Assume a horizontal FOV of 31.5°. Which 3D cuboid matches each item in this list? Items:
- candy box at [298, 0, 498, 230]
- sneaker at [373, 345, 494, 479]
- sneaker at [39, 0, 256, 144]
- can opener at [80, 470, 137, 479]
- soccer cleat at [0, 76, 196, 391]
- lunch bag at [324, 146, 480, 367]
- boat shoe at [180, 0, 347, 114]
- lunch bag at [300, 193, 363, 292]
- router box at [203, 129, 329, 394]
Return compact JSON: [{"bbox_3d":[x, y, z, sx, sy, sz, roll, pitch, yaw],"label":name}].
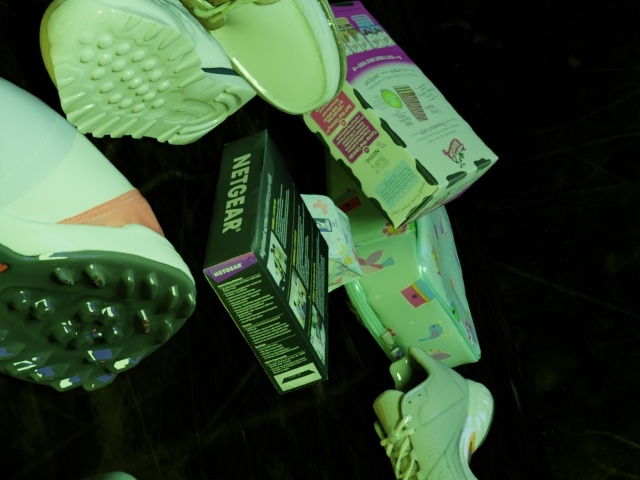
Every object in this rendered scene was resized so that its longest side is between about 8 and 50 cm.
[{"bbox_3d":[0.057,-0.134,1.162,0.233,0.071,0.159,50,32,10],"label":"candy box"},{"bbox_3d":[0.094,0.213,1.112,0.121,0.099,0.262,39,32,-18],"label":"sneaker"},{"bbox_3d":[-0.122,-0.125,0.724,0.095,0.090,0.235,60,8,10],"label":"sneaker"},{"bbox_3d":[-0.087,0.189,0.414,0.280,0.093,0.074,-89,155,-66],"label":"can opener"},{"bbox_3d":[-0.159,-0.031,0.426,0.116,0.108,0.318,55,7,27],"label":"soccer cleat"},{"bbox_3d":[0.091,0.013,1.283,0.224,0.107,0.279,59,19,-46],"label":"lunch bag"},{"bbox_3d":[-0.082,-0.224,0.943,0.302,0.113,0.103,54,20,-20],"label":"boat shoe"},{"bbox_3d":[0.000,0.000,1.064,0.083,0.053,0.071,36,35,-52],"label":"lunch bag"},{"bbox_3d":[-0.038,0.013,0.908,0.179,0.046,0.133,-89,155,-55],"label":"router box"}]
